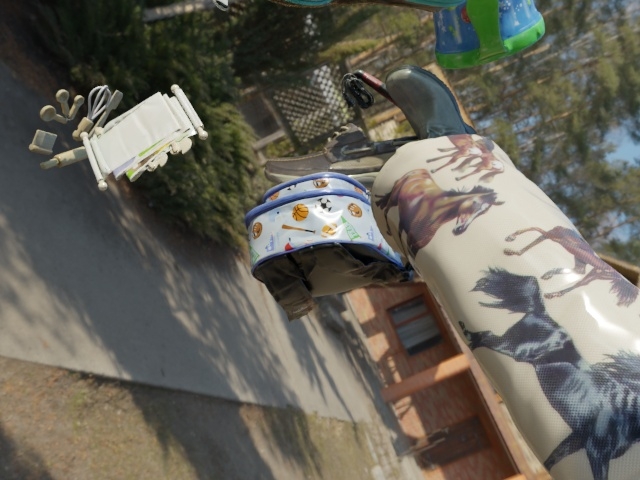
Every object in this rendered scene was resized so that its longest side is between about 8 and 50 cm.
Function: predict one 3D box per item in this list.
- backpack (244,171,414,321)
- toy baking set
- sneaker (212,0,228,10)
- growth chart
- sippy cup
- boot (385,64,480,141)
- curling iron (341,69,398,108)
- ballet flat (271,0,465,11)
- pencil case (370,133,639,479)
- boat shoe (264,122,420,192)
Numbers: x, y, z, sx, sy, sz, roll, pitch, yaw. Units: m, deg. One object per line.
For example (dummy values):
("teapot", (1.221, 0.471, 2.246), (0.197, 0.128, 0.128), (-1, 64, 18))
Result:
("backpack", (0.000, 0.000, 1.006), (0.263, 0.277, 0.213), (27, 44, -66))
("toy baking set", (-0.563, -0.268, 1.350), (0.030, 0.196, 0.256), (34, 32, 13))
("sneaker", (-0.167, -0.425, 0.950), (0.032, 0.037, 0.083), (-22, 94, -60))
("growth chart", (-0.329, -0.188, 1.057), (0.172, 0.237, 0.021), (66, 6, 27))
("sippy cup", (0.332, -0.513, 1.208), (0.305, 0.240, 0.224), (38, -25, 59))
("boot", (0.189, -0.169, 0.968), (0.246, 0.083, 0.161), (43, 50, -17))
("curling iron", (0.161, -0.233, 1.063), (0.274, 0.068, 0.035), (25, 31, -6))
("ballet flat", (0.013, -0.279, 0.518), (0.124, 0.342, 0.116), (47, -47, 30))
("pencil case", (0.199, 0.071, 0.506), (0.183, 0.160, 0.410), (34, 19, -43))
("boat shoe", (0.067, -0.160, 1.148), (0.132, 0.356, 0.130), (50, 41, -86))
